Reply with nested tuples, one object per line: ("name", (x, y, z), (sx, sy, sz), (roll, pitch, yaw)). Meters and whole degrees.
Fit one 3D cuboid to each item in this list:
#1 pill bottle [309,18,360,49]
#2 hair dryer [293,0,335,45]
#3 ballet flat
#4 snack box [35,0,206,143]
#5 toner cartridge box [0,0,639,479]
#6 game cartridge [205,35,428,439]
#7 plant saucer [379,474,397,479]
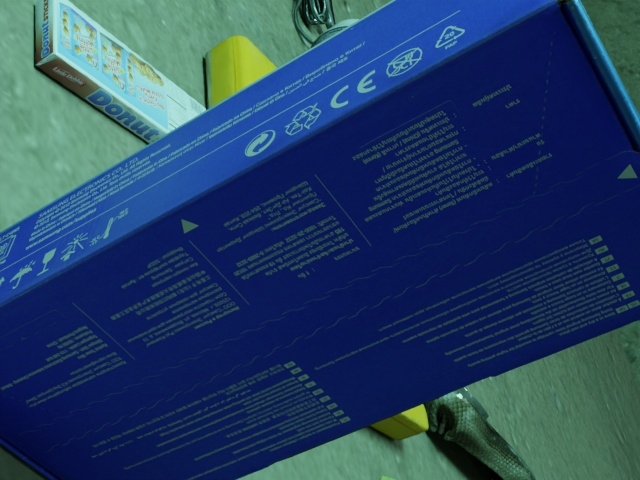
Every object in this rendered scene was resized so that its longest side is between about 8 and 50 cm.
("pill bottle", (0.032, -0.192, 1.076), (0.108, 0.108, 0.180), (54, 25, -25))
("hair dryer", (-0.035, -0.398, 1.227), (0.293, 0.080, 0.224), (-78, 153, -48))
("ballet flat", (0.181, 0.238, 1.034), (0.084, 0.058, 0.250), (36, -12, 49))
("snack box", (-0.148, -0.118, 0.714), (0.178, 0.022, 0.064), (35, 37, -50))
("toner cartridge box", (-0.015, 0.017, 0.439), (0.165, 0.348, 0.075), (50, 25, -33))
("game cartridge", (0.000, 0.000, 0.880), (0.285, 0.052, 0.324), (39, 33, -47))
("plant saucer", (0.094, 0.310, 0.770), (0.188, 0.045, 0.188), (36, 35, -49))
